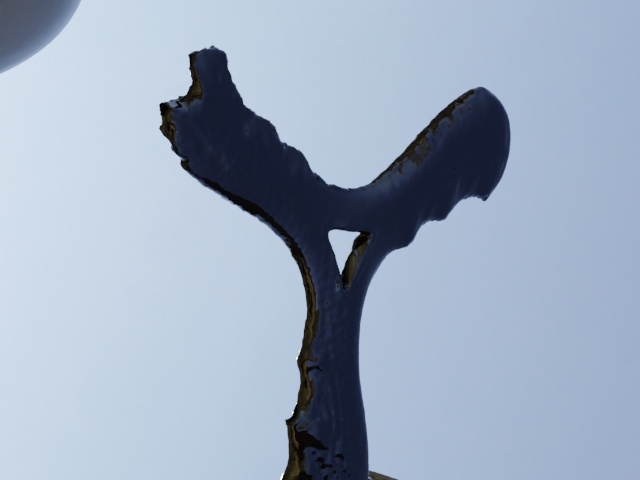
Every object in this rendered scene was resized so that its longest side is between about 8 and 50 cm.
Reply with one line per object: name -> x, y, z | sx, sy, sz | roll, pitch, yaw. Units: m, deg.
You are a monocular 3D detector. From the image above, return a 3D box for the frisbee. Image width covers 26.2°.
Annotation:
frisbee -> 0.000, 0.000, 0.514 | 0.012, 0.187, 0.211 | 7, -114, 41

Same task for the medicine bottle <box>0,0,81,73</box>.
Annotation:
medicine bottle -> -0.213, -0.219, 0.503 | 0.245, 0.245, 0.306 | 29, -53, 45

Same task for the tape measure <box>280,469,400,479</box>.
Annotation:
tape measure -> 0.081, 0.161, 0.551 | 0.178, 0.196, 0.105 | -23, -133, 61
